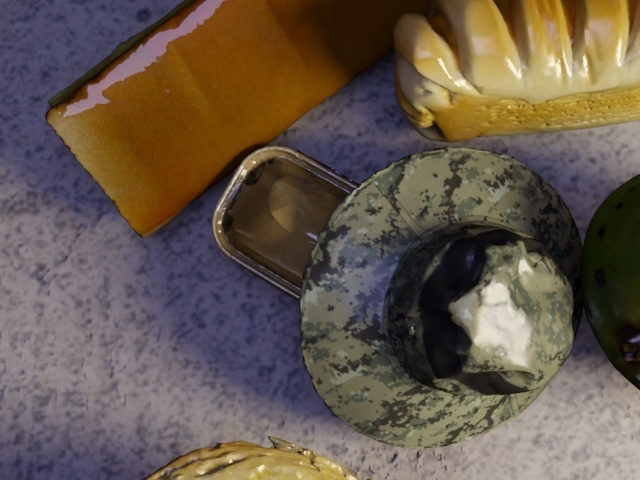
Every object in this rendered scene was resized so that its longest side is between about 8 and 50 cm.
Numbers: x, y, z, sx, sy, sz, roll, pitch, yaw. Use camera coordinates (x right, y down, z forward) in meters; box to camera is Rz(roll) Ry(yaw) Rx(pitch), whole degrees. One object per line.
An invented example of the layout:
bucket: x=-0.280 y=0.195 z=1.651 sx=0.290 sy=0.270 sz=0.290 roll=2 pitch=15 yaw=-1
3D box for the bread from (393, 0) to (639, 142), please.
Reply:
bread: x=0.212 y=-0.160 z=1.314 sx=0.311 sy=0.173 sz=0.121 roll=-7 pitch=74 yaw=-2

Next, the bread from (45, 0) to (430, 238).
bread: x=-0.050 y=-0.166 z=1.364 sx=0.361 sy=0.077 sz=0.138 roll=-37 pitch=110 yaw=0

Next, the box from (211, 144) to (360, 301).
box: x=0.000 y=0.000 z=1.346 sx=0.177 sy=0.111 sz=0.111 roll=29 pitch=87 yaw=7

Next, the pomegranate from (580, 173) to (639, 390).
pomegranate: x=0.315 y=0.024 z=1.288 sx=0.248 sy=0.202 sz=0.202 roll=-38 pitch=81 yaw=-30

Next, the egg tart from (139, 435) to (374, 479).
egg tart: x=-0.062 y=0.313 z=1.291 sx=0.315 sy=0.120 sz=0.315 roll=1 pitch=85 yaw=-9

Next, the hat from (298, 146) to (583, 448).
hat: x=0.125 y=0.054 z=1.274 sx=0.265 sy=0.128 sz=0.266 roll=-3 pitch=98 yaw=-24
